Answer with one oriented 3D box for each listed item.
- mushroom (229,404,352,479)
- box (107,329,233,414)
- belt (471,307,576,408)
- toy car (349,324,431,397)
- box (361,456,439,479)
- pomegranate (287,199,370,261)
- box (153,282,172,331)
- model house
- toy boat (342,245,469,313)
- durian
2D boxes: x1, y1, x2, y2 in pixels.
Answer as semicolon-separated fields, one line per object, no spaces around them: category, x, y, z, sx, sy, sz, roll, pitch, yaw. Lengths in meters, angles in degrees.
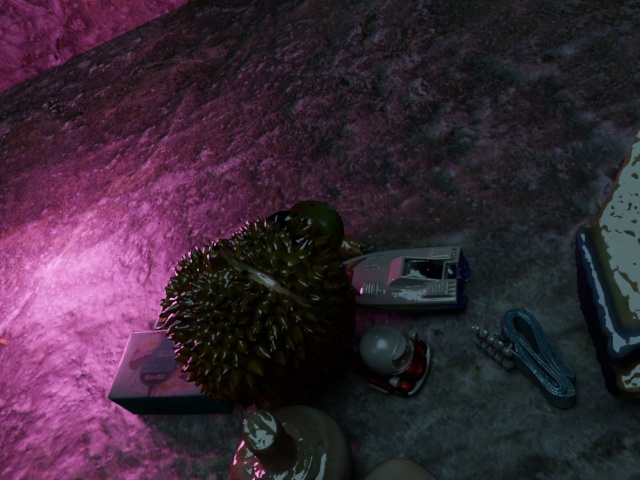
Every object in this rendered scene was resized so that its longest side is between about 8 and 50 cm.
mushroom;-0.059;0.342;0.918;0.208;0.215;0.207;-15;43;14
box;-0.288;0.264;1.193;0.245;0.092;0.153;-9;50;22
belt;0.333;0.193;0.946;0.100;0.065;0.179;-24;44;-6
toy car;0.111;0.196;1.025;0.139;0.112;0.112;7;58;32
box;0.099;0.419;0.860;0.146;0.088;0.200;26;69;39
pomegranate;0.000;0.000;1.237;0.205;0.159;0.159;19;61;10
box;-0.245;0.148;1.279;0.199;0.081;0.135;-8;50;20
model house;0.539;0.094;0.771;0.382;0.334;0.342;23;78;31
toy boat;0.128;0.077;1.132;0.296;0.088;0.129;-4;52;25
durian;-0.096;0.118;1.012;0.348;0.384;0.347;-11;55;17
